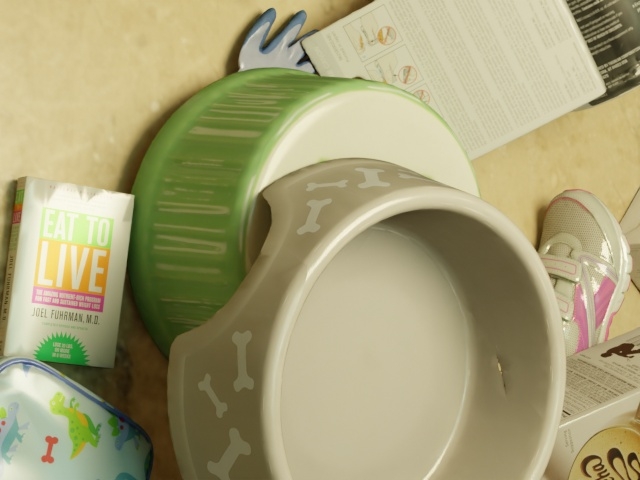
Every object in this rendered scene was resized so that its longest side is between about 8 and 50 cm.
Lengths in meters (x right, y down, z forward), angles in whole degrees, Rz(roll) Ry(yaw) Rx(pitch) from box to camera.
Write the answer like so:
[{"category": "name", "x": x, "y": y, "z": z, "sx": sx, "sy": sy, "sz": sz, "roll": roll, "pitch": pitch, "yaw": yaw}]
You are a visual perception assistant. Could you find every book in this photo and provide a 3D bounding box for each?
[{"category": "book", "x": -0.208, "y": 0.027, "z": 1.154, "sx": 0.096, "sy": 0.035, "sz": 0.144, "roll": 10, "pitch": 81, "yaw": -35}]

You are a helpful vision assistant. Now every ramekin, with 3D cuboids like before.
[{"category": "ramekin", "x": 0.000, "y": 0.000, "z": 1.225, "sx": 0.303, "sy": 0.148, "sz": 0.304, "roll": -3, "pitch": 95, "yaw": -37}]

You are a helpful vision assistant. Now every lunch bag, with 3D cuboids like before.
[{"category": "lunch bag", "x": -0.237, "y": 0.203, "z": 1.071, "sx": 0.176, "sy": 0.090, "sz": 0.219, "roll": 37, "pitch": 64, "yaw": -32}]

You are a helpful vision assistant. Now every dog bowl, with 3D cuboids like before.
[{"category": "dog bowl", "x": 0.054, "y": 0.109, "z": 1.116, "sx": 0.348, "sy": 0.102, "sz": 0.349, "roll": -2, "pitch": 94, "yaw": -36}]

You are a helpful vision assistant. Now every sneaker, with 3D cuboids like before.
[{"category": "sneaker", "x": 0.248, "y": 0.066, "z": 1.479, "sx": 0.111, "sy": 0.103, "sz": 0.252, "roll": 14, "pitch": 76, "yaw": -40}]

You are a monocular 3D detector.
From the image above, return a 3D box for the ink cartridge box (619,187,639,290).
[{"category": "ink cartridge box", "x": 0.419, "y": 0.030, "z": 1.651, "sx": 0.180, "sy": 0.060, "sz": 0.104, "roll": 50, "pitch": 57, "yaw": -25}]

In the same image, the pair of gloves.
[{"category": "pair of gloves", "x": -0.022, "y": -0.111, "z": 1.323, "sx": 0.159, "sy": 0.023, "sz": 0.198, "roll": -46, "pitch": 116, "yaw": -33}]

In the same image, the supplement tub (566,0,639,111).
[{"category": "supplement tub", "x": 0.228, "y": -0.315, "z": 1.431, "sx": 0.207, "sy": 0.207, "sz": 0.338, "roll": -43, "pitch": 112, "yaw": -34}]

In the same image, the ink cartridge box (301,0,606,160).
[{"category": "ink cartridge box", "x": 0.126, "y": -0.173, "z": 1.350, "sx": 0.189, "sy": 0.232, "sz": 0.066, "roll": 60, "pitch": 13, "yaw": -20}]

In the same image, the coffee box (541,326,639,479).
[{"category": "coffee box", "x": 0.245, "y": 0.217, "z": 1.385, "sx": 0.297, "sy": 0.119, "sz": 0.168, "roll": -20, "pitch": 112, "yaw": -22}]
